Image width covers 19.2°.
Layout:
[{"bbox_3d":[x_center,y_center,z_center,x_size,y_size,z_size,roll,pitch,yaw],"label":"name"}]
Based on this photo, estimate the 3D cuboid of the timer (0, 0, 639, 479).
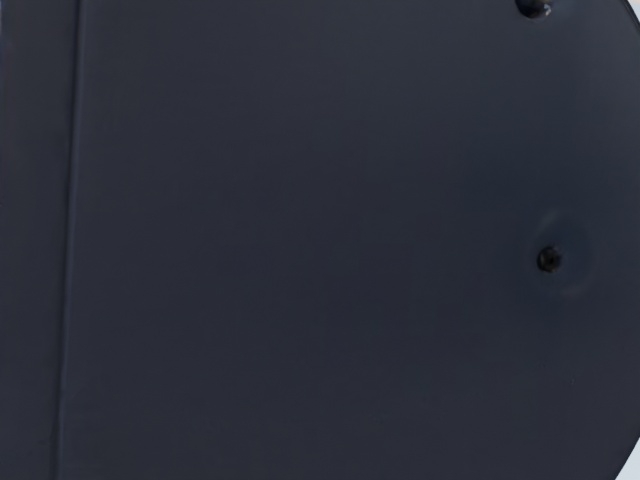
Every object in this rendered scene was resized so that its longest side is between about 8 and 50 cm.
[{"bbox_3d":[0.000,0.000,0.877,0.395,0.173,0.395,-1,-86,-20],"label":"timer"}]
